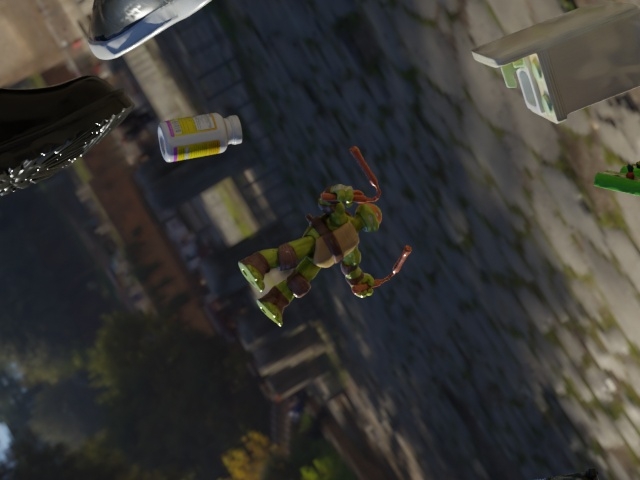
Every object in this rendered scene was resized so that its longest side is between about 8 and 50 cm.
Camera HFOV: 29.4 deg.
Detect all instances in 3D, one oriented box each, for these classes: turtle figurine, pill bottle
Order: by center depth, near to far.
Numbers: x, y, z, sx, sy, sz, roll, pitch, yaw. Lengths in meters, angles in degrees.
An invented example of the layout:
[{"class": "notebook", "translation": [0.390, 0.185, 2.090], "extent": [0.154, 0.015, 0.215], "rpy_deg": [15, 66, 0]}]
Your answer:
[{"class": "pill bottle", "translation": [-0.126, -0.110, 1.280], "extent": [0.043, 0.083, 0.043], "rpy_deg": [169, 90, -74]}, {"class": "turtle figurine", "translation": [0.000, 0.000, 1.595], "extent": [0.087, 0.217, 0.270], "rpy_deg": [47, 164, 36]}]

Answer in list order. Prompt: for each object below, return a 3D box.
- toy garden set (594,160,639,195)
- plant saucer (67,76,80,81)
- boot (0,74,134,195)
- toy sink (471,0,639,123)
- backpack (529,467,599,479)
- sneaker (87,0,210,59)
[{"class": "toy garden set", "translation": [0.593, -0.112, 1.937], "extent": [0.203, 0.244, 0.049], "rpy_deg": [18, 115, 46]}, {"class": "plant saucer", "translation": [-0.371, -0.212, 1.846], "extent": [0.015, 0.083, 0.083], "rpy_deg": [39, 163, 39]}, {"class": "boot", "translation": [-0.393, -0.176, 1.303], "extent": [0.131, 0.348, 0.260], "rpy_deg": [-30, 88, 56]}, {"class": "toy sink", "translation": [0.376, -0.269, 1.890], "extent": [0.153, 0.234, 0.131], "rpy_deg": [-120, 10, -74]}, {"class": "backpack", "translation": [0.274, 0.331, 1.425], "extent": [0.084, 0.114, 0.105], "rpy_deg": [-51, -52, -62]}, {"class": "sneaker", "translation": [-0.153, -0.245, 1.003], "extent": [0.147, 0.104, 0.295], "rpy_deg": [56, 156, -12]}]
